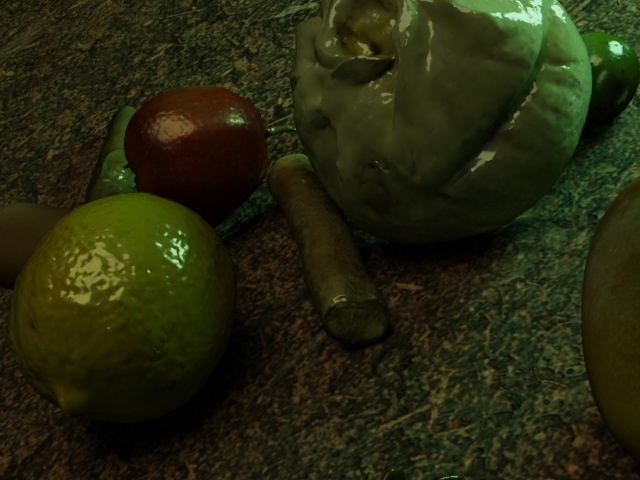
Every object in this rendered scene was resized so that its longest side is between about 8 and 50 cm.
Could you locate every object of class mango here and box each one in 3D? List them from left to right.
[{"bbox_3d":[0.340,0.076,1.236,0.222,0.199,0.384,-14,35,16],"label":"mango"}]

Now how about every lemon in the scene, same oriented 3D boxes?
[{"bbox_3d":[-0.216,0.075,1.562,0.267,0.267,0.267,-17,35,13],"label":"lemon"}]

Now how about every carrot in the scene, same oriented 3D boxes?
[{"bbox_3d":[-0.290,-0.110,2.005,0.070,0.070,0.342,-17,34,13],"label":"carrot"}]

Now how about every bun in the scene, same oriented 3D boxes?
[{"bbox_3d":[0.117,-0.177,1.594,0.365,0.219,0.365,-5,81,32],"label":"bun"}]

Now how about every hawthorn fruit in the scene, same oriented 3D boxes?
[{"bbox_3d":[-0.140,-0.112,1.808,0.226,0.196,0.196,-20,34,-2],"label":"hawthorn fruit"}]

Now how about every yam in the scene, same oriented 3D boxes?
[{"bbox_3d":[0.000,0.000,1.667,0.081,0.081,0.356,-26,33,0],"label":"yam"}]

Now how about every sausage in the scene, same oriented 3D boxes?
[{"bbox_3d":[-0.313,0.021,1.798,0.253,0.123,0.123,9,48,37],"label":"sausage"}]

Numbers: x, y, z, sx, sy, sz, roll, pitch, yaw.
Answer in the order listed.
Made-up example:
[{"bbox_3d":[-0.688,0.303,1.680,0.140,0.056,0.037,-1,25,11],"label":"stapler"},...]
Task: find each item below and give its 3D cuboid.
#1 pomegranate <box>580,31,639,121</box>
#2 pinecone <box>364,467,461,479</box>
[{"bbox_3d":[0.315,-0.206,1.677,0.114,0.142,0.114,-30,42,32],"label":"pomegranate"},{"bbox_3d":[0.078,0.294,1.119,0.201,0.202,0.229,-21,32,36],"label":"pinecone"}]
